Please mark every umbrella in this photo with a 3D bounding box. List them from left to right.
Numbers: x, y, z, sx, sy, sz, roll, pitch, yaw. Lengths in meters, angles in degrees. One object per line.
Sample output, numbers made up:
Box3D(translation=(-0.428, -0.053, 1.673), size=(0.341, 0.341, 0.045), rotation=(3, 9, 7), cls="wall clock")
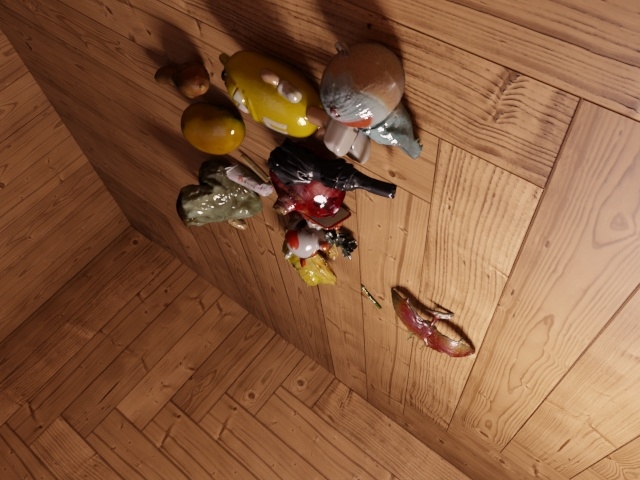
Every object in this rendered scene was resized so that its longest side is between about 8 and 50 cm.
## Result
Box3D(translation=(0.028, -0.168, 1.424), size=(0.340, 0.118, 0.118), rotation=(18, 152, 12), cls="umbrella")

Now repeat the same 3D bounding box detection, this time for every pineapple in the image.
Box3D(translation=(0.013, -0.022, 1.916), size=(0.251, 0.125, 0.125), rotation=(29, 155, 17), cls="pineapple")

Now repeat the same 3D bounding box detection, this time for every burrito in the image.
Box3D(translation=(-0.258, -0.222, 2.057), size=(0.203, 0.064, 0.064), rotation=(29, 155, 21), cls="burrito")

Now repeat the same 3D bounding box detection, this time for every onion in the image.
Box3D(translation=(-0.051, -0.156, 1.622), size=(0.252, 0.219, 0.252), rotation=(41, 170, 8), cls="onion")

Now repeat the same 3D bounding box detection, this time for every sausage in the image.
Box3D(translation=(-0.232, -0.258, 1.997), size=(0.132, 0.024, 0.024), rotation=(44, 158, -6), cls="sausage")

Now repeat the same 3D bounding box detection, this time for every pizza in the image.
Box3D(translation=(0.000, 0.000, 2.056), size=(0.175, 0.046, 0.134), rotation=(41, 158, 3), cls="pizza")

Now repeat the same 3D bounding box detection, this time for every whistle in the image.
Box3D(translation=(0.115, -0.279, 1.208), size=(0.189, 0.189, 0.348), rotation=(18, 159, 45), cls="whistle")

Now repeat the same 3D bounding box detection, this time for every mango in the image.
Box3D(translation=(-0.347, -0.362, 1.847), size=(0.254, 0.139, 0.175), rotation=(19, 153, 32), cls="mango")

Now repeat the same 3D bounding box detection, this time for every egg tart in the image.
Box3D(translation=(-0.059, 0.070, 2.103), size=(0.290, 0.115, 0.290), rotation=(49, 175, 6), cls="egg tart")

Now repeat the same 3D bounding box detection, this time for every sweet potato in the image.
Box3D(translation=(-0.423, -0.508, 1.759), size=(0.385, 0.109, 0.109), rotation=(32, 159, 54), cls="sweet potato")

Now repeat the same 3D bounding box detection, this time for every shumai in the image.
Box3D(translation=(-0.420, -0.142, 2.209), size=(0.304, 0.263, 0.309), rotation=(42, 158, 6), cls="shumai")

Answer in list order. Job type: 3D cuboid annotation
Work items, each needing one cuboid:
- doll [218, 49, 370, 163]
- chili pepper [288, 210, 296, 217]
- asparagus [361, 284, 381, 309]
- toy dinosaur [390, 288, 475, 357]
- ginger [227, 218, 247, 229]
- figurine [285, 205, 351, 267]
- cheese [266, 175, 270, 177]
Box3D(translation=(-0.055, -0.325, 1.421), size=(0.423, 0.161, 0.348), rotation=(30, 172, 45), cls="doll")
Box3D(translation=(-0.090, -0.147, 1.900), size=(0.063, 0.071, 0.272), rotation=(21, 158, 1), cls="chili pepper")
Box3D(translation=(0.195, 0.220, 2.175), size=(0.015, 0.018, 0.127), rotation=(-24, 115, 39), cls="asparagus")
Box3D(translation=(0.368, 0.283, 1.927), size=(0.327, 0.113, 0.206), rotation=(15, 121, 29), cls="toy dinosaur")
Box3D(translation=(-0.422, -0.142, 2.452), size=(0.258, 0.065, 0.149), rotation=(36, -169, -16), cls="ginger")
Box3D(translation=(-0.040, -0.019, 1.810), size=(0.183, 0.160, 0.226), rotation=(34, 126, 19), cls="figurine")
Box3D(translation=(-0.144, -0.212, 1.913), size=(0.084, 0.041, 0.060), rotation=(25, 164, 2), cls="cheese")
